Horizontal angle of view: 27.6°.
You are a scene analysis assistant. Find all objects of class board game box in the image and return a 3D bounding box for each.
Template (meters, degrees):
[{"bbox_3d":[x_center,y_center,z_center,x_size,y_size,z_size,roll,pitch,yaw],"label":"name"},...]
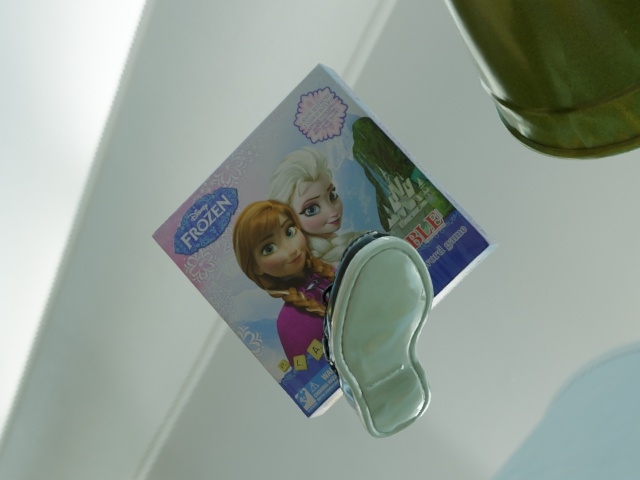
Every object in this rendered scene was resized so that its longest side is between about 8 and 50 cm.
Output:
[{"bbox_3d":[0.000,0.000,1.640,0.318,0.066,0.318,-45,-104,11],"label":"board game box"}]

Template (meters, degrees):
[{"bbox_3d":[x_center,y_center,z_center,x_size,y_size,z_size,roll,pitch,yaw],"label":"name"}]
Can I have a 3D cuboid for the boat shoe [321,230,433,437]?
[{"bbox_3d":[0.053,0.087,1.447,0.113,0.127,0.340,54,-11,36],"label":"boat shoe"}]

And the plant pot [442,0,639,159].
[{"bbox_3d":[0.261,-0.336,1.409,0.366,0.366,0.353,-4,-36,42],"label":"plant pot"}]
